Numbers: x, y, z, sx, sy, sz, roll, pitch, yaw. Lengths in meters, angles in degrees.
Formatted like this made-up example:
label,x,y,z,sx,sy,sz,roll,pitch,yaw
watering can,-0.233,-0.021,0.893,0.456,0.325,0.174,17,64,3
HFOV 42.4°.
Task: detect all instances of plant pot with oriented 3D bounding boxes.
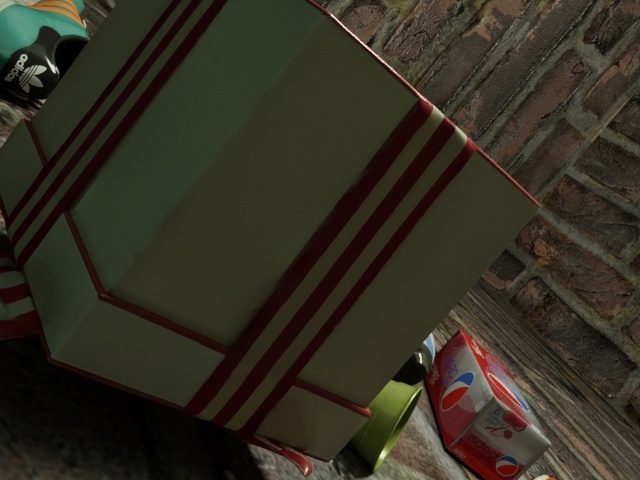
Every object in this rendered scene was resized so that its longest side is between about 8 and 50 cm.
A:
label,x,y,z,sx,sy,sz,roll,pitch,yaw
plant pot,0.034,0.143,0.714,0.079,0.083,0.083,30,6,16

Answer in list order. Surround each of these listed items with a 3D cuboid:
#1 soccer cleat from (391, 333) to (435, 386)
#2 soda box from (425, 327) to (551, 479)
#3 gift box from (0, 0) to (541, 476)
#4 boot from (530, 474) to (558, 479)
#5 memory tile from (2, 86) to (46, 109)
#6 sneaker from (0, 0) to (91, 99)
label,x,y,z,sx,sy,sz,roll,pitch,yaw
soccer cleat,0.000,0.039,0.888,0.331,0.116,0.143,43,27,-29
soda box,0.198,0.202,1.031,0.092,0.083,0.263,39,8,-5
gift box,-0.053,-0.015,0.523,0.255,0.258,0.276,33,12,-36
boot,0.292,0.310,0.980,0.085,0.059,0.158,39,9,31
memory tile,-0.366,-0.194,0.918,0.148,0.012,0.113,30,13,-49
sneaker,-0.307,-0.216,0.917,0.121,0.108,0.302,39,17,-13
